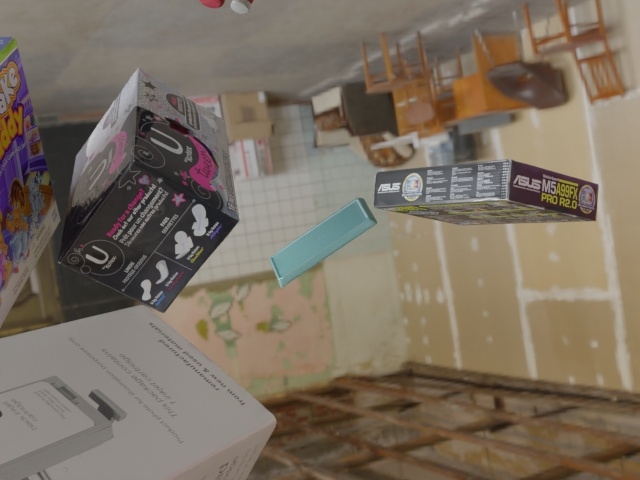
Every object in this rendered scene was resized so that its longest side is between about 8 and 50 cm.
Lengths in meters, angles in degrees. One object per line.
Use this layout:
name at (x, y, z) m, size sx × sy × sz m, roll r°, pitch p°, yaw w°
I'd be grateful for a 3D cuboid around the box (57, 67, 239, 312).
box at (-0.205, -0.069, 0.974) m, size 0.142 × 0.163 × 0.247 m, roll 29°, pitch -155°, yaw -28°

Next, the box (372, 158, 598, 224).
box at (0.249, -0.068, 1.247) m, size 0.216 × 0.060 × 0.270 m, roll 9°, pitch 174°, yaw -38°

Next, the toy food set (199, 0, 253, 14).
toy food set at (-0.129, -0.336, 0.995) m, size 0.111 × 0.105 × 0.232 m, roll 26°, pitch 157°, yaw -28°

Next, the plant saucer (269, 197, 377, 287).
plant saucer at (0.000, 0.000, 1.336) m, size 0.192 × 0.067 × 0.018 m, roll -34°, pitch 138°, yaw 8°

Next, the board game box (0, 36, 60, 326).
board game box at (-0.362, -0.019, 0.776) m, size 0.078 × 0.234 × 0.347 m, roll 1°, pitch -144°, yaw 3°

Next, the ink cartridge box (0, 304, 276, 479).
ink cartridge box at (-0.172, 0.162, 0.369) m, size 0.117 × 0.207 × 0.283 m, roll 35°, pitch -160°, yaw 20°
